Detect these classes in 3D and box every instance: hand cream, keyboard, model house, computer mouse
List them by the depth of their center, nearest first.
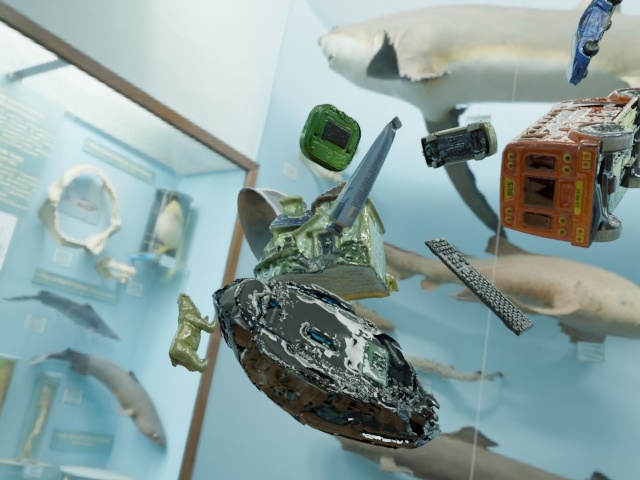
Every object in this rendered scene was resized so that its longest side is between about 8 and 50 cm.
[{"bbox_3d":[0.003,0.114,0.581,0.241,0.078,0.146,30,27,-5],"label":"computer mouse"},{"bbox_3d":[0.247,0.068,1.013,0.204,0.013,0.061,48,31,23],"label":"keyboard"},{"bbox_3d":[0.089,-0.122,1.254,0.055,0.256,0.088,33,5,15],"label":"hand cream"},{"bbox_3d":[0.000,0.000,1.514,0.321,0.266,0.261,-8,-26,15],"label":"model house"}]

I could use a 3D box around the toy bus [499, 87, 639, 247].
[{"bbox_3d":[0.360,-0.114,0.881,0.153,0.143,0.329,11,28,33],"label":"toy bus"}]

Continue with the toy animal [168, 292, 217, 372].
[{"bbox_3d":[-0.320,0.225,1.588,0.101,0.219,0.103,22,-38,-20],"label":"toy animal"}]

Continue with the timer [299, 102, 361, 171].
[{"bbox_3d":[0.024,-0.222,1.403,0.140,0.128,0.047,25,-5,-36],"label":"timer"}]

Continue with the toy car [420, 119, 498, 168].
[{"bbox_3d":[0.398,-0.270,1.785,0.124,0.101,0.256,-22,10,-32],"label":"toy car"}]

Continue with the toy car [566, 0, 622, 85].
[{"bbox_3d":[0.535,-0.410,1.286,0.063,0.216,0.103,26,-11,15],"label":"toy car"}]

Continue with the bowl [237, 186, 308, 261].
[{"bbox_3d":[-0.126,-0.047,2.157,0.157,0.346,0.345,-28,3,-27],"label":"bowl"}]
